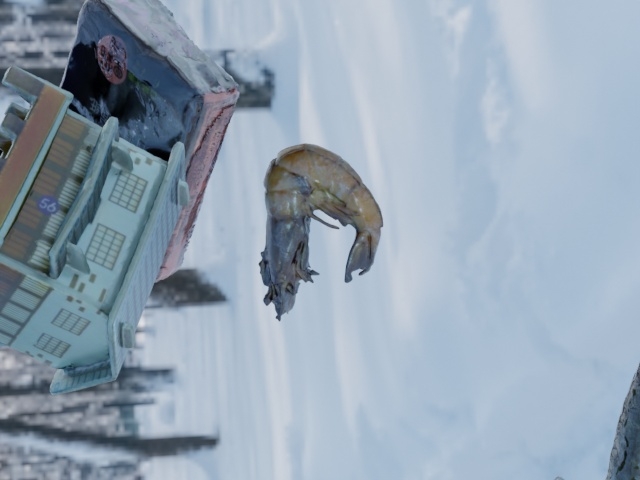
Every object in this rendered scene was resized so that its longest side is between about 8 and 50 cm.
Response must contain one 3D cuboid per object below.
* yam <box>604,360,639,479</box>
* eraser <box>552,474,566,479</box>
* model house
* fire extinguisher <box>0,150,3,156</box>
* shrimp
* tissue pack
[{"bbox_3d":[0.234,0.085,0.839,0.061,0.061,0.253,-108,22,-58],"label":"yam"},{"bbox_3d":[0.170,0.351,1.025,0.290,0.104,0.189,-52,28,-2],"label":"eraser"},{"bbox_3d":[-0.250,-0.008,1.193,0.198,0.215,0.224,-41,25,46],"label":"model house"},{"bbox_3d":[-0.499,-0.155,1.674,0.341,0.141,0.105,35,107,48],"label":"fire extinguisher"},{"bbox_3d":[0.003,-0.004,1.838,0.075,0.178,0.289,-50,-32,-63],"label":"shrimp"},{"bbox_3d":[-0.239,-0.129,1.651,0.245,0.123,0.332,45,132,24],"label":"tissue pack"}]
